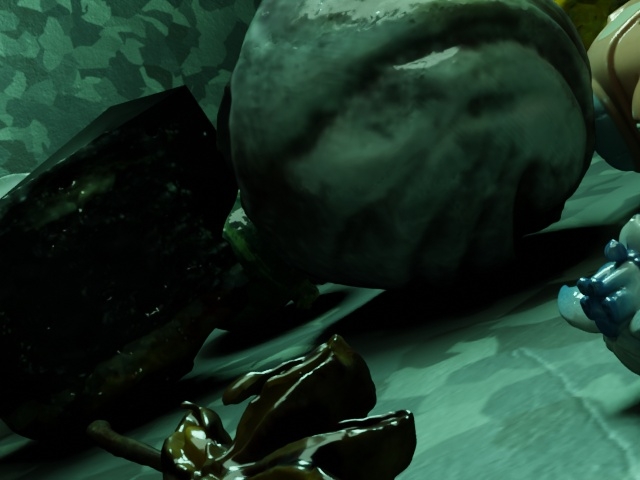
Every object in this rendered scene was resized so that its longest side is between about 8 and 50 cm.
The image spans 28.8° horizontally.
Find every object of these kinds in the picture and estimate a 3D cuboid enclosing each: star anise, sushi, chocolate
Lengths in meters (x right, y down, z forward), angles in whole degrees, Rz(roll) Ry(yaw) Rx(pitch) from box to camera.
[{"bbox_3d":[-0.040,0.100,0.541,0.177,0.073,0.234,-29,22,7],"label":"star anise"},{"bbox_3d":[-0.182,0.038,0.985,0.227,0.212,0.215,-40,8,-38],"label":"sushi"},{"bbox_3d":[0.102,-0.087,0.951,0.303,0.303,0.213,-26,30,-34],"label":"chocolate"}]

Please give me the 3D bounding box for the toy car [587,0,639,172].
[{"bbox_3d":[0.315,-0.133,0.969,0.212,0.180,0.270,-32,8,-7],"label":"toy car"}]

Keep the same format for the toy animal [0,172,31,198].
[{"bbox_3d":[-0.339,0.057,1.442,0.265,0.272,0.206,-47,14,47],"label":"toy animal"}]

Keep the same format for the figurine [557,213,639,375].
[{"bbox_3d":[0.168,0.018,0.552,0.114,0.079,0.114,-25,0,0],"label":"figurine"}]

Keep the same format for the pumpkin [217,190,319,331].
[{"bbox_3d":[-0.056,0.013,1.139,0.167,0.125,0.167,-26,11,5],"label":"pumpkin"}]

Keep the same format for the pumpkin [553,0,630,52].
[{"bbox_3d":[0.414,-0.290,1.507,0.256,0.303,0.225,-48,-12,23],"label":"pumpkin"}]
